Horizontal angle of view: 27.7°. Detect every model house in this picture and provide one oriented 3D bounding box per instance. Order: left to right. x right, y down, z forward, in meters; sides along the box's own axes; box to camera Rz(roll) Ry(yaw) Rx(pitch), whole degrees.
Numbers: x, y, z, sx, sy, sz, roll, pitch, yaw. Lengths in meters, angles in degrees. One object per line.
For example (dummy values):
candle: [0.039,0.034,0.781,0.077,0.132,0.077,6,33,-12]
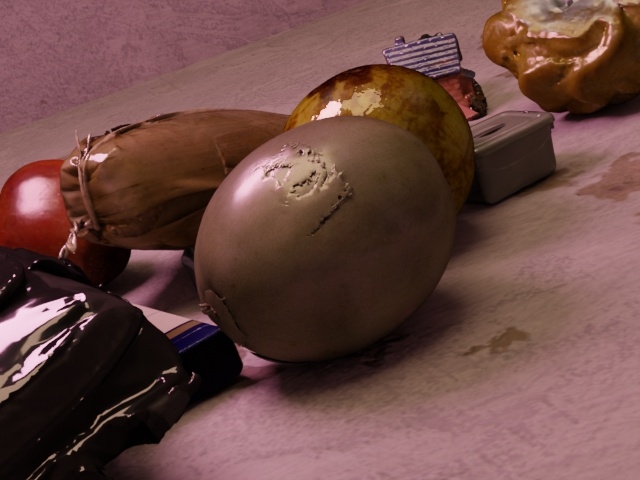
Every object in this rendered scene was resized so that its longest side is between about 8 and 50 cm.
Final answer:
model house: [0.205,-0.308,2.379,0.166,0.172,0.183,-15,17,14]

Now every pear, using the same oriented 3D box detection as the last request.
pear: [0.075,-0.114,1.761,0.283,0.284,0.283,-16,18,5]

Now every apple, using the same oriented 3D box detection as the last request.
apple: [-0.401,-0.007,2.024,0.229,0.230,0.230,-16,18,5]

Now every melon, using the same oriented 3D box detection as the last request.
melon: [0.000,0.000,1.501,0.330,0.269,0.268,-32,21,-17]

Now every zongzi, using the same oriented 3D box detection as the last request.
zongzi: [-0.113,-0.105,1.868,0.466,0.218,0.500,-12,1,24]

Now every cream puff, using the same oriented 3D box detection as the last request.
cream puff: [0.443,-0.316,2.136,0.323,0.270,0.274,-10,53,25]

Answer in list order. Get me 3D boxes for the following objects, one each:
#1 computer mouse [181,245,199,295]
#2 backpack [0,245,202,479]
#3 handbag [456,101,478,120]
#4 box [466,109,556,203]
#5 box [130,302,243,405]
computer mouse: [-0.114,0.056,1.773,0.126,0.071,0.231,-9,19,-24]
backpack: [-0.328,0.167,1.326,0.363,0.255,0.445,-47,29,-24]
handbag: [0.156,-0.166,2.188,0.212,0.059,0.157,-22,17,-7]
box: [0.258,-0.119,1.892,0.172,0.093,0.124,-26,19,-25]
box: [-0.229,0.152,1.592,0.168,0.071,0.259,-28,21,-28]
